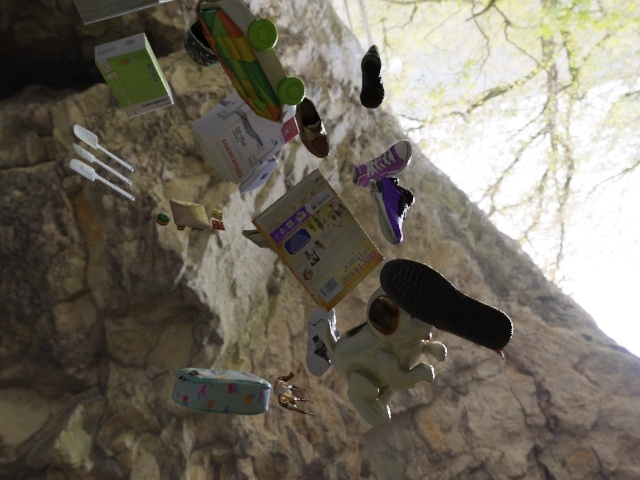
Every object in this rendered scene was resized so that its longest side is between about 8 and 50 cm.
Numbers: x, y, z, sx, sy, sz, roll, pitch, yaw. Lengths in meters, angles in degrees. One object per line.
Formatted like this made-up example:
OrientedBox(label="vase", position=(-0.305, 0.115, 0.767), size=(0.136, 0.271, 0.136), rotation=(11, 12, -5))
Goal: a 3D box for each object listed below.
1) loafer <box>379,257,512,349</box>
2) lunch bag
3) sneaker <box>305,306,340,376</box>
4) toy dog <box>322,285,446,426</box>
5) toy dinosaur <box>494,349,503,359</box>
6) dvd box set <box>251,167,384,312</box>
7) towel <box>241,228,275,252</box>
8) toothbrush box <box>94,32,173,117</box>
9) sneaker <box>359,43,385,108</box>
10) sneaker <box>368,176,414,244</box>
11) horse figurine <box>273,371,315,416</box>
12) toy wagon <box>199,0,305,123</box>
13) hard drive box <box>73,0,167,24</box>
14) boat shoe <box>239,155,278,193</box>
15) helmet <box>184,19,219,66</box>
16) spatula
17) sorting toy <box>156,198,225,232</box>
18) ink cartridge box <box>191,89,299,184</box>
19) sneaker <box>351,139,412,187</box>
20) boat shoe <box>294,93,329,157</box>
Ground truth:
OrientedBox(label="loafer", position=(0.310, 0.177, 1.220), size=(0.134, 0.365, 0.130), rotation=(-57, 178, -13))
OrientedBox(label="lunch bag", position=(-0.311, 0.456, 1.434), size=(0.279, 0.108, 0.224), rotation=(16, 169, -30))
OrientedBox(label="sneaker", position=(0.051, 0.442, 2.164), size=(0.210, 0.366, 0.137), rotation=(-14, -150, -43))
OrientedBox(label="toy dog", position=(0.218, 0.306, 1.494), size=(0.284, 0.408, 0.395), rotation=(-21, -127, -43))
OrientedBox(label="toy dinosaur", position=(0.574, 0.351, 1.570), size=(0.082, 0.047, 0.090), rotation=(0, -127, 17))
OrientedBox(label="dvd box set", position=(0.000, 0.000, 1.662), size=(0.307, 0.421, 0.062), rotation=(-42, -168, -18))
OrientedBox(label="towel", position=(-0.189, 0.001, 2.317), size=(0.323, 0.056, 0.312), rotation=(-3, 165, 17))
OrientedBox(label="toothbrush box", position=(-0.765, -0.676, 1.926), size=(0.206, 0.283, 0.122), rotation=(-19, -125, -3))
OrientedBox(label="sneaker", position=(0.208, -0.633, 1.815), size=(0.101, 0.267, 0.106), rotation=(6, -121, 6))
OrientedBox(label="sneaker", position=(0.273, -0.123, 1.673), size=(0.145, 0.102, 0.294), rotation=(-11, -124, -2))
OrientedBox(label="horse figurine", position=(-0.123, 0.614, 1.859), size=(0.174, 0.066, 0.263), rotation=(21, -171, -27))
OrientedBox(label="toy wagon", position=(-0.166, -0.406, 0.960), size=(0.068, 0.345, 0.267), rotation=(-40, -142, -12))
OrientedBox(label="hard drive box", position=(-0.511, -0.665, 1.251), size=(0.231, 0.089, 0.181), rotation=(-7, -150, 14))
OrientedBox(label="boat shoe", position=(-0.246, -0.262, 1.732), size=(0.096, 0.088, 0.267), rotation=(-23, 172, -31))
OrientedBox(label="helmet", position=(-0.414, -0.716, 1.698), size=(0.161, 0.169, 0.169), rotation=(-42, -161, -7))
OrientedBox(label="spatula", position=(-0.666, -0.234, 1.441), size=(0.019, 0.168, 0.242), rotation=(-23, 150, 17))
OrientedBox(label="sorting toy", position=(-0.490, -0.085, 1.755), size=(0.274, 0.046, 0.132), rotation=(8, -141, -37))
OrientedBox(label="ink cartridge box", position=(-0.223, -0.340, 1.432), size=(0.117, 0.207, 0.283), rotation=(36, -109, 31))
OrientedBox(label="sneaker", position=(0.227, -0.289, 1.816), size=(0.160, 0.102, 0.282), rotation=(-4, 153, -35))
OrientedBox(label="boat shoe", position=(-0.042, -0.514, 2.119), size=(0.123, 0.325, 0.116), rotation=(-32, -152, -5))
